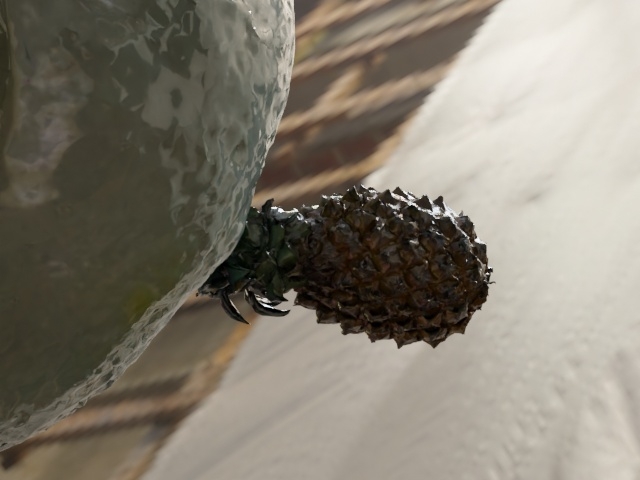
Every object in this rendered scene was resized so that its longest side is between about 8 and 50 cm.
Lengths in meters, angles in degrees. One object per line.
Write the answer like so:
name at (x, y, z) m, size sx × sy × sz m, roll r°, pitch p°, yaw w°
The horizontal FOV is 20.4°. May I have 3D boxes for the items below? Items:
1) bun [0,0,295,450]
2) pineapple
bun at (-0.191, -0.088, 0.721) m, size 0.362 × 0.362 × 0.211 m, roll -31°, pitch 165°, yaw 4°
pineapple at (0.000, 0.000, 0.938) m, size 0.083 × 0.221 × 0.103 m, roll -7°, pitch -107°, yaw 61°
